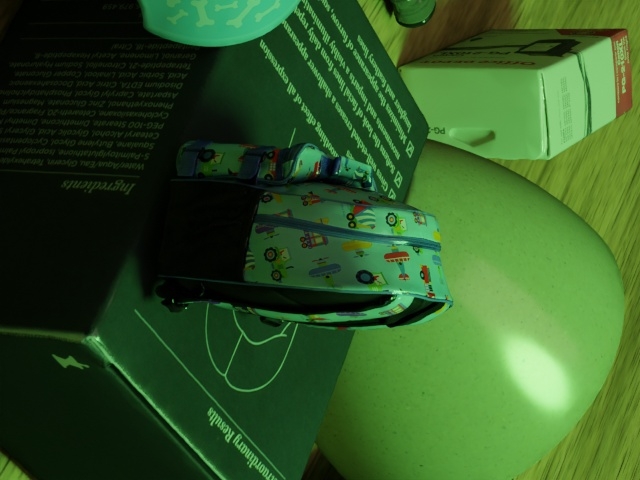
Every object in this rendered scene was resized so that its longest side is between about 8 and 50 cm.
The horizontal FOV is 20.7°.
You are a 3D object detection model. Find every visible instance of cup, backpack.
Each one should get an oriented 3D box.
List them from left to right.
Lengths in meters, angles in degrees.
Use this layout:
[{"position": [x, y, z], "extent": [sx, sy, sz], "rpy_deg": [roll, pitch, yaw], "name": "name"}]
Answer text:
[{"position": [0.000, 0.000, 1.153], "extent": [0.158, 0.173, 0.117], "rpy_deg": [14, 81, -57], "name": "backpack"}, {"position": [0.072, 0.036, 1.575], "extent": [0.237, 0.331, 0.331], "rpy_deg": [47, 53, -38], "name": "cup"}]

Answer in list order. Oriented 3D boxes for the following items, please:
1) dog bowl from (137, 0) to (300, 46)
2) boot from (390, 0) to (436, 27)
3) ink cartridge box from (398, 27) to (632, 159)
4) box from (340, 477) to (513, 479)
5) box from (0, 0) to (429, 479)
[{"position": [-0.140, -0.246, 1.197], "extent": [0.074, 0.297, 0.166], "rpy_deg": [116, -6, -63], "name": "dog bowl"}, {"position": [0.095, -0.354, 1.793], "extent": [0.161, 0.083, 0.247], "rpy_deg": [39, 66, -62], "name": "boot"}, {"position": [0.214, -0.163, 1.905], "extent": [0.237, 0.172, 0.100], "rpy_deg": [-29, 117, -55], "name": "ink cartridge box"}, {"position": [0.033, 0.353, 1.655], "extent": [0.381, 0.143, 0.191], "rpy_deg": [-38, 143, -54], "name": "box"}, {"position": [-0.111, -0.021, 1.338], "extent": [0.293, 0.212, 0.396], "rpy_deg": [56, 47, -46], "name": "box"}]
